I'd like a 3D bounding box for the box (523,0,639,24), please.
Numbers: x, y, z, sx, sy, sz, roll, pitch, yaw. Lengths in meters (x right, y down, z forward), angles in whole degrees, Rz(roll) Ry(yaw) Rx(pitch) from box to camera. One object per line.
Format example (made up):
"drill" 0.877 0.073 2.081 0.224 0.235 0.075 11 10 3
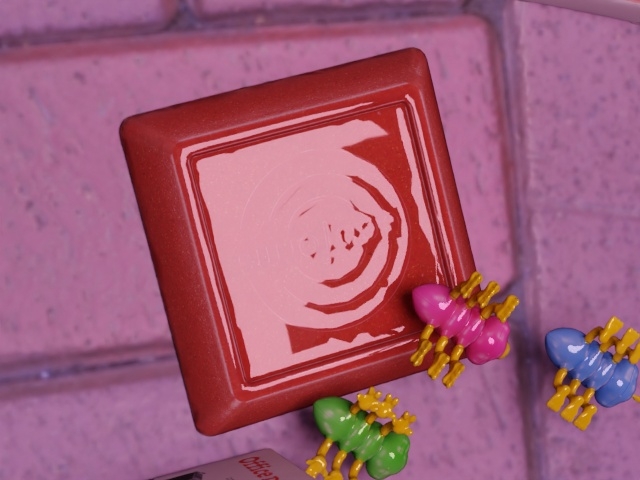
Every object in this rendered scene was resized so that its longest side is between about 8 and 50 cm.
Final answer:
"box" 0.242 -0.270 1.208 0.130 0.091 0.171 8 90 -17

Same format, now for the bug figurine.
"bug figurine" 0.117 0.143 1.168 0.216 0.072 0.279 39 96 -18

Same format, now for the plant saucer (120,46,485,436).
"plant saucer" 0.000 0.000 1.172 0.258 0.047 0.259 -15 97 -15

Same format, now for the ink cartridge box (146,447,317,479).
"ink cartridge box" -0.124 0.248 1.067 0.272 0.197 0.114 -12 95 -16
